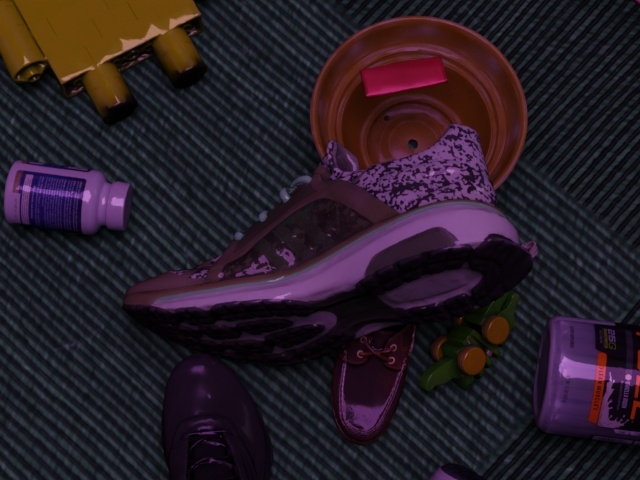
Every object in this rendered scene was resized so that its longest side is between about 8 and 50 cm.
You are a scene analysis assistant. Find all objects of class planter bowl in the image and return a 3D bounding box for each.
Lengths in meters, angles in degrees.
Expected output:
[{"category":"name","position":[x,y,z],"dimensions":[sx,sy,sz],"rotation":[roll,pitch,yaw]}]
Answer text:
[{"category":"planter bowl","position":[0.097,-0.112,1.568],"dimensions":[0.217,0.090,0.217],"rotation":[0,71,-1]}]

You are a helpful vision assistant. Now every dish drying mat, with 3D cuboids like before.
[{"category":"dish drying mat","position":[0.083,-0.163,1.533],"dimensions":[0.083,0.008,0.032],"rotation":[-11,72,-4]}]

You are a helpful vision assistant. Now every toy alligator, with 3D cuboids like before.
[{"category":"toy alligator","position":[0.170,0.086,1.529],"dimensions":[0.189,0.056,0.051],"rotation":[-50,121,-16]}]

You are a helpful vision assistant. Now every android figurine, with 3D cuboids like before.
[{"category":"android figurine","position":[-0.237,-0.264,1.633],"dimensions":[0.248,0.056,0.273],"rotation":[-27,76,-9]}]

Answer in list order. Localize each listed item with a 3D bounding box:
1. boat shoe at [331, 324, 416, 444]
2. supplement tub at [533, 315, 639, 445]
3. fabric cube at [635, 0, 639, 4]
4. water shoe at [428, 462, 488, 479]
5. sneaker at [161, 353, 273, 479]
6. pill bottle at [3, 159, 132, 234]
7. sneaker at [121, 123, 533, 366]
[{"category":"boat shoe","position":[0.056,0.095,1.512],"dimensions":[0.073,0.073,0.207],"rotation":[11,74,1]},{"category":"supplement tub","position":[0.306,0.139,1.477],"dimensions":[0.190,0.117,0.117],"rotation":[6,72,1]},{"category":"fabric cube","position":[0.446,-0.373,1.572],"dimensions":[0.254,0.259,0.258],"rotation":[42,74,12]},{"category":"water shoe","position":[0.180,0.295,1.461],"dimensions":[0.203,0.073,0.080],"rotation":[36,102,10]},{"category":"sneaker","position":[-0.093,0.239,1.433],"dimensions":[0.109,0.130,0.286],"rotation":[-11,71,-2]},{"category":"pill bottle","position":[-0.254,-0.041,1.553],"dimensions":[0.120,0.067,0.067],"rotation":[8,72,2]},{"category":"sneaker","position":[0.000,0.000,1.467],"dimensions":[0.410,0.158,0.182],"rotation":[-14,57,21]}]
